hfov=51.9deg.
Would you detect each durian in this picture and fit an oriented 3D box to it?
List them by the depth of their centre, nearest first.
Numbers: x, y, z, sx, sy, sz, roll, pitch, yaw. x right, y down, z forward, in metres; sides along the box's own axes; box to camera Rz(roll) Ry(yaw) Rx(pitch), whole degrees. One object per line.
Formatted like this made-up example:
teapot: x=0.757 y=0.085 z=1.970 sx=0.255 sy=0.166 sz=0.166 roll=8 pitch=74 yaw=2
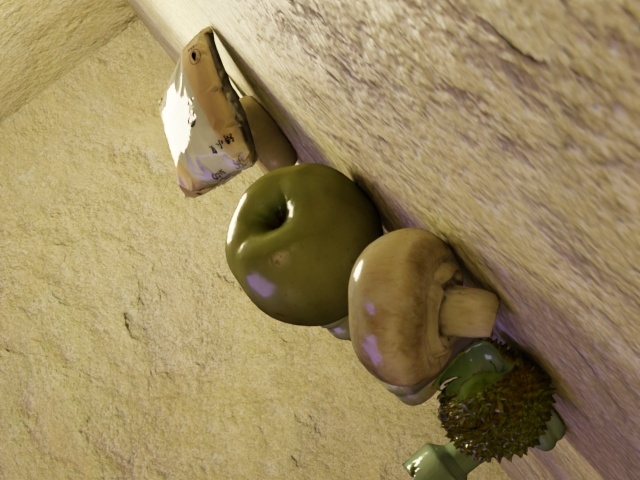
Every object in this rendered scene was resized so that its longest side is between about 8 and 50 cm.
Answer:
durian: x=0.297 y=0.282 z=1.142 sx=0.176 sy=0.200 sz=0.237 roll=63 pitch=170 yaw=-6

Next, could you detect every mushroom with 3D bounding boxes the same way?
mushroom: x=0.169 y=0.113 z=1.052 sx=0.234 sy=0.253 sz=0.260 roll=4 pitch=152 yaw=31

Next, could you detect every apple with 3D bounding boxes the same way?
apple: x=-0.022 y=0.017 z=1.430 sx=0.357 sy=0.357 sz=0.357 roll=51 pitch=177 yaw=4

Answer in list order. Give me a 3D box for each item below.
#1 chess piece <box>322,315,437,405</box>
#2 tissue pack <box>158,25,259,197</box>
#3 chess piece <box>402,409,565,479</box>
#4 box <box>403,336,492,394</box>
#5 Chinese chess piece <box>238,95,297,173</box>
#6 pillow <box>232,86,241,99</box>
chess piece: x=0.157 y=0.267 z=1.911 sx=0.442 sy=0.234 sz=0.234 roll=40 pitch=180 yaw=-18
tissue pack: x=-0.306 y=-0.327 z=1.809 sx=0.375 sy=0.195 sz=0.390 roll=-32 pitch=76 yaw=57
chess piece: x=0.319 y=0.407 z=1.328 sx=0.194 sy=0.299 sz=0.194 roll=52 pitch=176 yaw=5
box: x=0.192 y=0.179 z=1.399 sx=0.291 sy=0.206 sz=0.262 roll=47 pitch=174 yaw=31
Chinese chess piece: x=-0.180 y=-0.312 z=2.004 sx=0.273 sy=0.102 sz=0.273 roll=51 pitch=177 yaw=4
pillow: x=-0.352 y=-0.398 z=2.082 sx=0.075 sy=0.302 sz=0.185 roll=5 pitch=140 yaw=39
